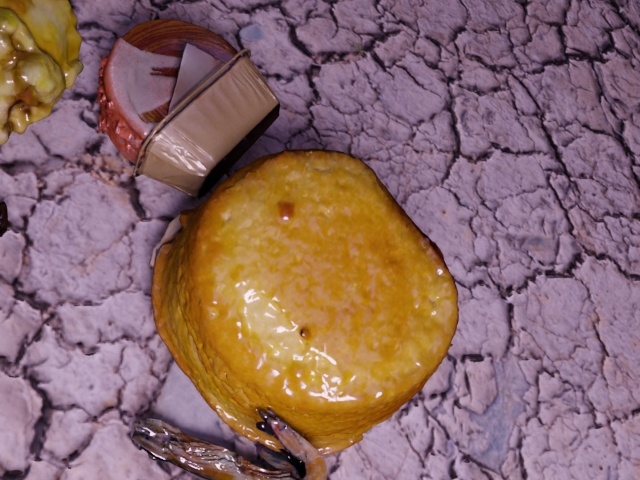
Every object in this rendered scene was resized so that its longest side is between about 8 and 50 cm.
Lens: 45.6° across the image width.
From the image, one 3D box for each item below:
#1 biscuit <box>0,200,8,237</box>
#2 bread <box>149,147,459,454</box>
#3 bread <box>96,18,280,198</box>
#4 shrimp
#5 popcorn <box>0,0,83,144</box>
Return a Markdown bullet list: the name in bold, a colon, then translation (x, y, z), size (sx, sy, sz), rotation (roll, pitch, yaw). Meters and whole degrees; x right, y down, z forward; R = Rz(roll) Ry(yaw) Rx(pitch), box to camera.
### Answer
- **biscuit**: translation (-0.465, -0.031, 0.846), size (0.219, 0.055, 0.061), rotation (4, 29, -22)
- **bread**: translation (-0.012, 0.053, 0.901), size (0.337, 0.204, 0.358), rotation (-36, 80, -31)
- **bread**: translation (-0.177, -0.182, 0.988), size (0.212, 0.142, 0.224), rotation (42, 59, -4)
- **shrimp**: translation (-0.096, 0.230, 0.824), size (0.219, 0.152, 0.046), rotation (23, 44, -5)
- **popcorn**: translation (-0.398, -0.216, 0.907), size (0.226, 0.200, 0.203), rotation (-37, 113, -62)
